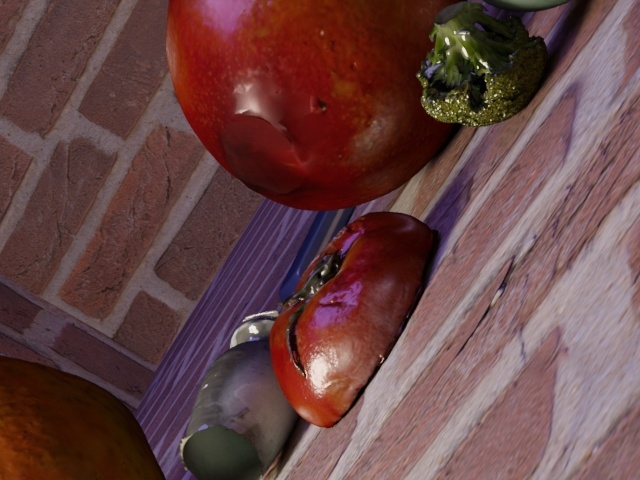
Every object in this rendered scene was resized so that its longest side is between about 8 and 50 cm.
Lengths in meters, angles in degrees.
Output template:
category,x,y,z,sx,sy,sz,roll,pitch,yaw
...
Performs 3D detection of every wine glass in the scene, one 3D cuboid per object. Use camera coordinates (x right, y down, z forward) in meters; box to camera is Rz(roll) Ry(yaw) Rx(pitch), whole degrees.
category,x,y,z,sx,sy,sz,roll,pitch,yaw
wine glass,-0.076,0.174,1.674,0.111,0.111,0.204,-55,7,34

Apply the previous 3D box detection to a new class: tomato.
category,x,y,z,sx,sy,sz,roll,pitch,yaw
tomato,0.018,0.063,1.521,0.228,0.101,0.228,-55,7,10

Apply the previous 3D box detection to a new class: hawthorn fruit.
category,x,y,z,sx,sy,sz,roll,pitch,yaw
hawthorn fruit,-0.387,0.358,1.830,0.472,0.471,0.472,-58,6,10

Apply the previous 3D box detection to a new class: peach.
category,x,y,z,sx,sy,sz,roll,pitch,yaw
peach,0.000,-0.206,1.781,0.388,0.388,0.388,-58,6,10

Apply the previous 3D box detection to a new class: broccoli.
category,x,y,z,sx,sy,sz,roll,pitch,yaw
broccoli,0.147,-0.164,1.467,0.130,0.120,0.131,-7,38,39

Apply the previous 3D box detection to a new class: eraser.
category,x,y,z,sx,sy,sz,roll,pitch,yaw
eraser,0.000,0.000,2.246,0.225,0.036,0.082,-63,7,-32

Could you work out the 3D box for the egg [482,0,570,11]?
category,x,y,z,sx,sy,sz,roll,pitch,yaw
egg,0.201,-0.300,1.438,0.168,0.168,0.231,-62,4,-25
